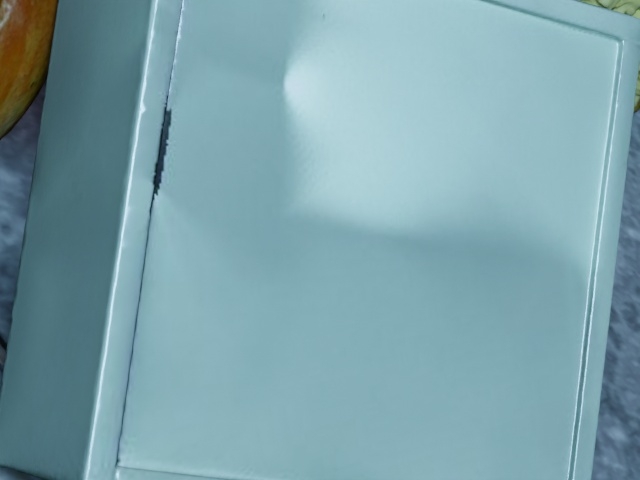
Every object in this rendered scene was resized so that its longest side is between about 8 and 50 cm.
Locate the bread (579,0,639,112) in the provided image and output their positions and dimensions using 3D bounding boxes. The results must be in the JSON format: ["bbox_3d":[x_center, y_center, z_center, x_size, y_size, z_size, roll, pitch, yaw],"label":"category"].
[{"bbox_3d":[0.190,-0.198,1.067,0.340,0.194,0.179,-2,60,-32],"label":"bread"}]

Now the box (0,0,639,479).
[{"bbox_3d":[0.000,0.000,0.697,0.225,0.117,0.225,11,83,-28],"label":"box"}]

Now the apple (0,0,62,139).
[{"bbox_3d":[-0.204,-0.119,0.717,0.195,0.173,0.160,30,34,4],"label":"apple"}]
